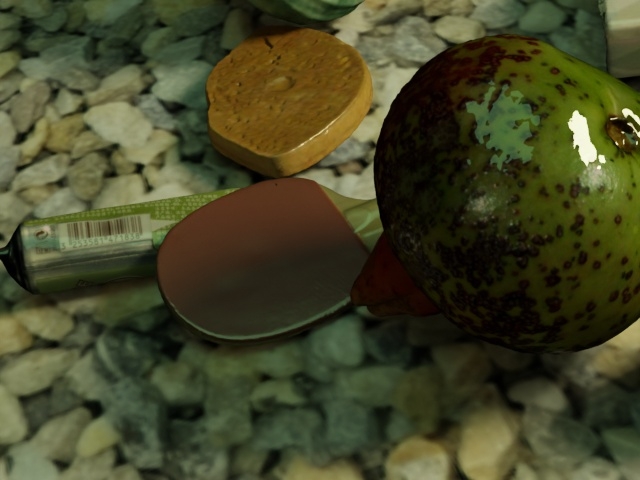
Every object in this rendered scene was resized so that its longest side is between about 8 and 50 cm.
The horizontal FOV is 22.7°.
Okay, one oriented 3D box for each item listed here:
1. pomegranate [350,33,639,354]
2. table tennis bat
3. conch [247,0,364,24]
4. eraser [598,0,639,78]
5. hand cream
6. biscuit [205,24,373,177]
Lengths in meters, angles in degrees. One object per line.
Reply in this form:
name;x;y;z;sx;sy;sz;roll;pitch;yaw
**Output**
pomegranate;0.109;-0.015;1.037;0.248;0.214;0.214;-31;25;37
table tennis bat;0.000;0.000;1.161;0.247;0.022;0.138;-21;54;-14
conch;-0.025;-0.283;1.416;0.277;0.220;0.195;-5;79;40
eraser;0.419;-0.219;1.261;0.397;0.082;0.213;-6;39;10
hand cream;-0.124;-0.001;1.201;0.235;0.055;0.086;-10;41;-6
biscuit;-0.027;-0.120;1.325;0.142;0.029;0.220;-15;35;1
